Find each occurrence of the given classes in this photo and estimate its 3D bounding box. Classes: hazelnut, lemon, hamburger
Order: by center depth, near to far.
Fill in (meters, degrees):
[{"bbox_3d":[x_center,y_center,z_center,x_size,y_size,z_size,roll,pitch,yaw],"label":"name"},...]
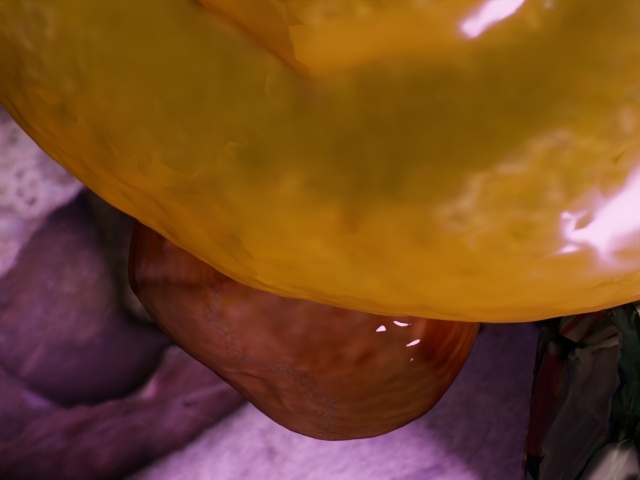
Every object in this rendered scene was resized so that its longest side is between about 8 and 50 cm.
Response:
[{"bbox_3d":[0.042,-0.140,0.479,0.348,0.348,0.348,-12,122,-19],"label":"lemon"},{"bbox_3d":[0.000,0.000,0.676,0.150,0.150,0.150,-12,122,-19],"label":"hazelnut"},{"bbox_3d":[0.156,0.134,0.732,0.151,0.276,0.260,9,101,9],"label":"hamburger"}]
